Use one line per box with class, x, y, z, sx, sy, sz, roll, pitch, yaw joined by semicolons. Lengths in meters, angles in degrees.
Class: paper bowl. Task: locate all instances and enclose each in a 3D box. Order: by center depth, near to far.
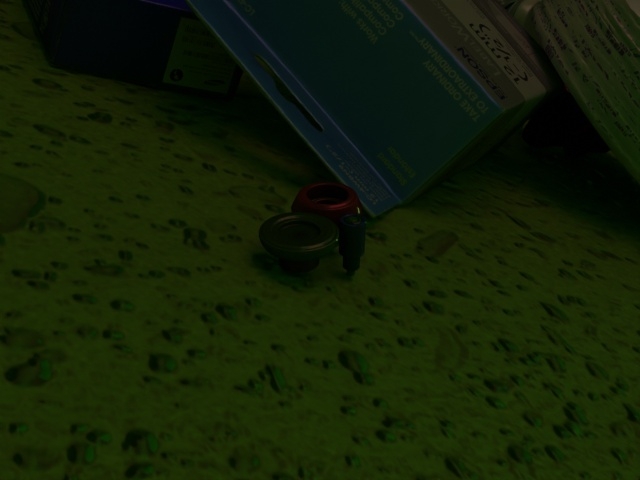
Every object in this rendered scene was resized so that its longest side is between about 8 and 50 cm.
paper bowl;0.346;-0.159;1.091;0.284;0.148;0.284;41;26;-24

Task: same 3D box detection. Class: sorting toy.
sorting toy;0.000;0.000;0.733;0.061;0.042;0.102;13;32;19

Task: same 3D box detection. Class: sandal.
sandal;0.285;-0.117;1.195;0.179;0.067;0.040;2;41;-43

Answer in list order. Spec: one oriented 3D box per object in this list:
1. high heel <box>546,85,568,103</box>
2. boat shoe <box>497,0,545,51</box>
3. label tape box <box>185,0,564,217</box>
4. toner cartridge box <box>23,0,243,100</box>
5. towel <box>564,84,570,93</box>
high heel;0.160;-0.203;1.251;0.244;0.082;0.117;12;32;10
boat shoe;0.261;-0.278;1.446;0.081;0.079;0.227;19;13;19
label tape box;0.060;-0.175;0.964;0.249;0.115;0.347;49;26;6
toner cartridge box;-0.194;-0.246;1.044;0.165;0.075;0.348;10;26;-28
towel;0.280;-0.216;1.445;0.198;0.031;0.275;-5;35;-48
